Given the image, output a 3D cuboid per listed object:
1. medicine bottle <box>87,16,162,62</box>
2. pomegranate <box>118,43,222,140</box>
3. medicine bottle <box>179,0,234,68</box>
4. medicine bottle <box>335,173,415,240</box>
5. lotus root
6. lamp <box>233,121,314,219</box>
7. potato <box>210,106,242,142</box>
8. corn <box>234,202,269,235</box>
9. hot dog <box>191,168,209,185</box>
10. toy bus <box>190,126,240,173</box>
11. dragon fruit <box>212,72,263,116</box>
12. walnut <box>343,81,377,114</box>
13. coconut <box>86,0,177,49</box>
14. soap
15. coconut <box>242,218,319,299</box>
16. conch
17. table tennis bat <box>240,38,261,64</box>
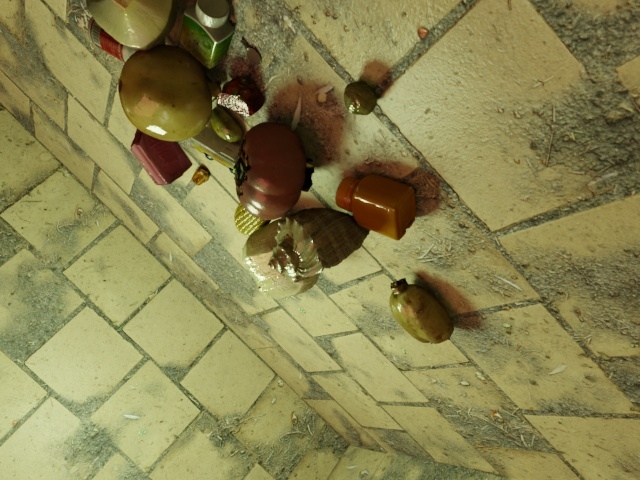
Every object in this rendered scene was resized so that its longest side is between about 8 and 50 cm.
[{"bbox_3d":[-0.651,-0.668,1.749,0.250,0.131,0.131,33,150,15],"label":"medicine bottle"},{"bbox_3d":[-0.469,-0.466,1.649,0.319,0.319,0.319,30,149,20],"label":"pomegranate"},{"bbox_3d":[-0.319,-0.602,1.478,0.132,0.088,0.188,43,152,-2],"label":"medicine bottle"},{"bbox_3d":[0.161,-0.110,1.538,0.222,0.112,0.149,24,147,29],"label":"medicine bottle"},{"bbox_3d":[0.337,0.244,1.780,0.160,0.146,0.284,-28,105,41],"label":"lotus root"},{"bbox_3d":[-0.141,-0.215,1.632,0.305,0.239,0.306,-179,90,-69],"label":"lamp"},{"bbox_3d":[-0.329,-0.394,1.792,0.138,0.070,0.091,43,150,-2],"label":"potato"},{"bbox_3d":[-0.235,-0.125,1.979,0.144,0.144,0.387,43,151,-2],"label":"corn"},{"bbox_3d":[-0.511,-0.270,2.222,0.062,0.038,0.144,46,153,-14],"label":"hot dog"},{"bbox_3d":[-0.345,-0.321,1.870,0.268,0.092,0.106,32,165,19],"label":"toy bus"},{"bbox_3d":[-0.250,-0.453,1.592,0.147,0.102,0.096,26,156,8],"label":"dragon fruit"},{"bbox_3d":[0.099,-0.356,1.312,0.092,0.092,0.092,30,149,20],"label":"walnut"},{"bbox_3d":[-0.525,-0.673,1.463,0.259,0.259,0.259,30,149,20],"label":"coconut"},{"bbox_3d":[-0.674,-0.362,2.164,0.099,0.162,0.250,5,135,47],"label":"soap"},{"bbox_3d":[-0.123,0.057,1.946,0.254,0.297,0.297,-15,123,24],"label":"coconut"},{"bbox_3d":[-0.010,-0.013,1.634,0.210,0.352,0.297,53,166,-24],"label":"conch"},{"bbox_3d":[-0.200,-0.542,1.498,0.083,0.007,0.050,49,151,-18],"label":"table tennis bat"}]
